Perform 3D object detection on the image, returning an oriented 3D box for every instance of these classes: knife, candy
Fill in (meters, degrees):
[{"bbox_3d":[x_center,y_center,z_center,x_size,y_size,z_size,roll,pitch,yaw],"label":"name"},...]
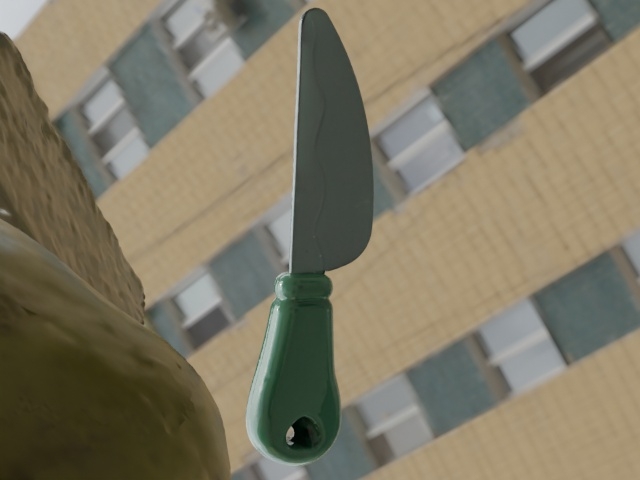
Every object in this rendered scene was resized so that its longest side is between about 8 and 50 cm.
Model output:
[{"bbox_3d":[0.001,0.001,0.951,0.063,0.034,0.260,5,-85,-23],"label":"knife"},{"bbox_3d":[-0.267,-0.001,1.385,0.179,0.135,0.321,-92,-19,-52],"label":"candy"}]

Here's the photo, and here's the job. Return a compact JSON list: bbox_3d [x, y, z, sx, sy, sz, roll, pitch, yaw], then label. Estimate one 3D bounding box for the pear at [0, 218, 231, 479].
[{"bbox_3d":[-0.164,0.105,0.366,0.307,0.253,0.253,-14,-107,-8],"label":"pear"}]
